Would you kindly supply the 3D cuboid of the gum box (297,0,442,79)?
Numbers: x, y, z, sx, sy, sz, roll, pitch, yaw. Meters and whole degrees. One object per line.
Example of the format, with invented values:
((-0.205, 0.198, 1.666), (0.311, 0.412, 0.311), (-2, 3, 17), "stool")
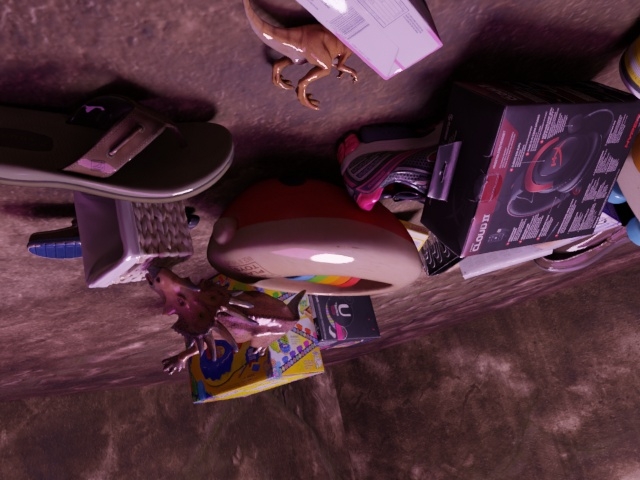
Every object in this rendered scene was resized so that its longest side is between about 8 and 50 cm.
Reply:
((0.020, -0.224, 0.399), (0.062, 0.107, 0.188), (-25, 157, 29), "gum box")

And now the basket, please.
((-0.252, -0.031, 0.672), (0.113, 0.167, 0.103), (-29, 159, 37), "basket")

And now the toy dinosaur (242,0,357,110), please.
((-0.018, -0.203, 0.528), (0.212, 0.064, 0.112), (-9, 144, -37), "toy dinosaur")

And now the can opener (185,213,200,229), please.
((-0.292, 0.003, 0.888), (0.186, 0.059, 0.073), (-26, 157, 32), "can opener")

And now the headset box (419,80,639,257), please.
((0.284, -0.106, 0.709), (0.293, 0.110, 0.218), (-9, 124, -23), "headset box")

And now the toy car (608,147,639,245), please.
((0.742, -0.129, 0.995), (0.238, 0.210, 0.219), (-24, 165, -4), "toy car")

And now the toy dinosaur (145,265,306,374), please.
((-0.116, 0.113, 0.739), (0.296, 0.127, 0.200), (1, 161, -34), "toy dinosaur")

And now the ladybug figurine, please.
((0.000, 0.000, 0.868), (0.305, 0.161, 0.449), (-10, 164, 35), "ladybug figurine")

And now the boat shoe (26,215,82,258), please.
((-0.360, -0.015, 0.787), (0.183, 0.066, 0.066), (-6, 162, -34), "boat shoe")

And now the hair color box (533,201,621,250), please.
((0.531, -0.069, 1.135), (0.185, 0.110, 0.339), (-28, 154, 37), "hair color box")

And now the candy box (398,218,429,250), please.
((0.166, 0.024, 1.159), (0.105, 0.027, 0.206), (19, 145, 0), "candy box")

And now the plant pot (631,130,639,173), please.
((0.634, -0.188, 0.780), (0.205, 0.205, 0.188), (-13, 144, -1), "plant pot")

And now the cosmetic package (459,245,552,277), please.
((0.497, 0.024, 1.373), (0.239, 0.098, 0.060), (-19, 159, 17), "cosmetic package")

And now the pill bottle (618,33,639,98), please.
((0.457, -0.254, 0.594), (0.103, 0.103, 0.184), (-10, 160, -8), "pill bottle")

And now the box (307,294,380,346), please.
((0.044, 0.263, 1.637), (0.270, 0.165, 0.143), (6, 153, -43), "box")

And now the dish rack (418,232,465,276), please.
((0.233, 0.035, 1.276), (0.272, 0.074, 0.208), (-4, 157, -20), "dish rack")

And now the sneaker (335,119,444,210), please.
((0.176, -0.115, 0.785), (0.299, 0.112, 0.121), (-10, 160, -10), "sneaker")

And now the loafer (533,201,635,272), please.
((0.744, -0.042, 1.349), (0.366, 0.133, 0.130), (-30, 132, 16), "loafer")

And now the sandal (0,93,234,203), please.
((-0.238, -0.111, 0.548), (0.303, 0.120, 0.086), (-1, 143, -28), "sandal")

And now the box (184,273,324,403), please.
((-0.179, 0.227, 1.240), (0.290, 0.279, 0.177), (-28, 156, 33), "box")
